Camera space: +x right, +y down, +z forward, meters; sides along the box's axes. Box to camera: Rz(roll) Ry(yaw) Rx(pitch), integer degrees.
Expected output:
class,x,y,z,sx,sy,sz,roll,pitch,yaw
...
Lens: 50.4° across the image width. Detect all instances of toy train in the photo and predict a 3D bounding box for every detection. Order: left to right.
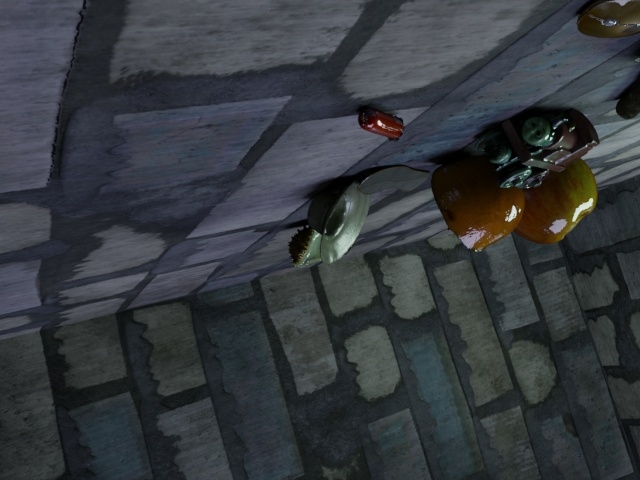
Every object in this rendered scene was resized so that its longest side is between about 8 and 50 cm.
class,x,y,z,sx,sy,sz,roll,pitch,yaw
toy train,0.521,-0.228,1.638,0.221,0.150,0.304,-34,162,33

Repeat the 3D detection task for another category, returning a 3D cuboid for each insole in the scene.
class,x,y,z,sx,sy,sz,roll,pitch,yaw
insole,0.201,-0.158,1.800,0.119,0.009,0.348,-40,163,27

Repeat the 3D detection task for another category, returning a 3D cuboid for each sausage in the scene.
class,x,y,z,sx,sy,sz,roll,pitch,yaw
sausage,0.104,-0.209,1.219,0.048,0.050,0.145,26,-167,25

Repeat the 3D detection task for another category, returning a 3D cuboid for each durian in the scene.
class,x,y,z,sx,sy,sz,roll,pitch,yaw
durian,0.000,0.000,2.150,0.252,0.139,0.144,-11,175,-35

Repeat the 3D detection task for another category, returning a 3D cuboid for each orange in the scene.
class,x,y,z,sx,sy,sz,roll,pitch,yaw
orange,0.415,-0.103,1.821,0.310,0.274,0.274,-18,174,-24

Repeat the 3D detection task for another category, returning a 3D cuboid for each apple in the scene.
class,x,y,z,sx,sy,sz,roll,pitch,yaw
apple,0.672,-0.122,2.022,0.301,0.302,0.301,-16,172,-2

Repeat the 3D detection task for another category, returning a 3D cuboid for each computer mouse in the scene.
class,x,y,z,sx,sy,sz,roll,pitch,yaw
computer mouse,0.483,-0.347,1.026,0.199,0.045,0.102,-14,169,-20

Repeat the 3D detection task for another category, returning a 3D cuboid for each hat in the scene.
class,x,y,z,sx,sy,sz,roll,pitch,yaw
hat,0.026,-0.070,1.768,0.110,0.252,0.252,26,-171,21

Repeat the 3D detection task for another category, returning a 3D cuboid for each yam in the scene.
class,x,y,z,sx,sy,sz,roll,pitch,yaw
yam,0.740,-0.337,1.565,0.061,0.061,0.253,-17,172,7

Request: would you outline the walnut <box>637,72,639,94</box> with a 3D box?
class,x,y,z,sx,sy,sz,roll,pitch,yaw
walnut,0.706,-0.297,1.288,0.203,0.203,0.298,-18,175,13
